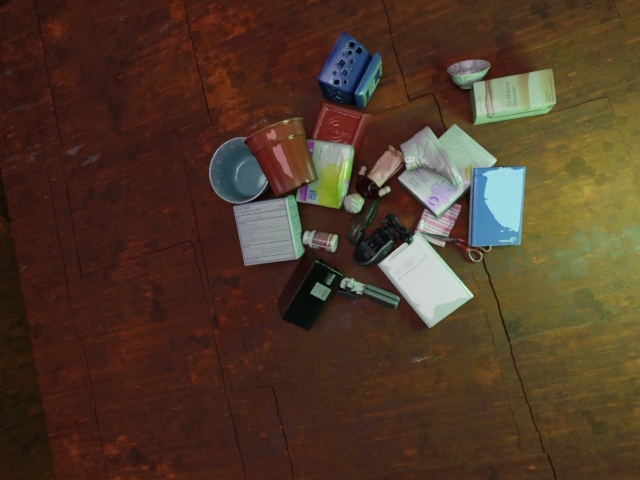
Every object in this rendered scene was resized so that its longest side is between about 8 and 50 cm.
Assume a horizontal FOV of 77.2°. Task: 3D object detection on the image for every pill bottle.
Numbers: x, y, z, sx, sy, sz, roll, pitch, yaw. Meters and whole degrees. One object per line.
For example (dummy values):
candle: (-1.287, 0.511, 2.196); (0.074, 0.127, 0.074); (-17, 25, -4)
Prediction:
pill bottle: (0.000, 0.000, 1.866); (0.152, 0.086, 0.085); (12, 91, 15)

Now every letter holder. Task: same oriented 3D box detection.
letter holder: (-0.060, 0.223, 1.857); (0.152, 0.214, 0.301); (29, 95, -18)

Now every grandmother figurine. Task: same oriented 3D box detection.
grandmother figurine: (0.237, -0.257, 1.790); (0.342, 0.104, 0.207); (-47, 37, 7)

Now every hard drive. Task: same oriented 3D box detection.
hard drive: (0.453, 0.171, 1.753); (0.233, 0.047, 0.353); (-41, 78, 15)
hard drive: (0.719, -0.138, 1.641); (0.211, 0.040, 0.318); (-2, 101, -2)

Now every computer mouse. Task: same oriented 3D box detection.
computer mouse: (0.269, 0.024, 1.792); (0.272, 0.072, 0.188); (-39, 50, 7)

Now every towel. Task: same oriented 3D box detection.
towel: (0.514, -0.087, 1.764); (0.144, 0.029, 0.196); (24, 94, 15)

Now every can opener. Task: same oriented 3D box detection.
can opener: (0.217, 0.243, 1.818); (0.281, 0.074, 0.093); (17, 127, 16)

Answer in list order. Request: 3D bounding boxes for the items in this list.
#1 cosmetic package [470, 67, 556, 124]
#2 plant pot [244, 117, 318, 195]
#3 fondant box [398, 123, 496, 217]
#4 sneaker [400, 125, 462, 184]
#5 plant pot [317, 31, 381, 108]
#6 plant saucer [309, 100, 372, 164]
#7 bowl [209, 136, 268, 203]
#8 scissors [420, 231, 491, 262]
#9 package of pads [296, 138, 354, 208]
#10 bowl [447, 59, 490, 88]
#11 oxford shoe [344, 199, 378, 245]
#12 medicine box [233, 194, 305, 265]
cosmetic package: (0.786, -0.590, 1.659); (0.297, 0.129, 0.153); (-7, 87, 15)
plant pot: (-0.149, -0.346, 1.721); (0.273, 0.272, 0.264); (-21, 96, 13)
fondant box: (0.536, -0.291, 1.716); (0.330, 0.096, 0.238); (-44, 74, 7)
sneaker: (0.442, -0.311, 1.648); (0.169, 0.108, 0.292); (-32, 65, 11)
plant pot: (0.143, -0.735, 1.789); (0.212, 0.236, 0.235); (27, 95, 7)
plant saucer: (0.080, -0.513, 1.886); (0.259, 0.048, 0.258); (21, 93, 14)
bowl: (-0.355, -0.323, 1.933); (0.312, 0.163, 0.311); (-1, 88, 15)
scissors: (0.586, -0.006, 1.730); (0.297, 0.021, 0.108); (29, 100, 7)
package of pads: (0.025, -0.304, 1.839); (0.230, 0.101, 0.296); (12, 103, 17)
bowl: (0.632, -0.702, 1.716); (0.170, 0.170, 0.080); (-3, 131, 15)
oxford shoe: (0.182, -0.096, 1.827); (0.096, 0.083, 0.227); (33, 93, 24)
medicine box: (-0.233, -0.048, 1.871); (0.264, 0.149, 0.288); (-8, 98, 14)
